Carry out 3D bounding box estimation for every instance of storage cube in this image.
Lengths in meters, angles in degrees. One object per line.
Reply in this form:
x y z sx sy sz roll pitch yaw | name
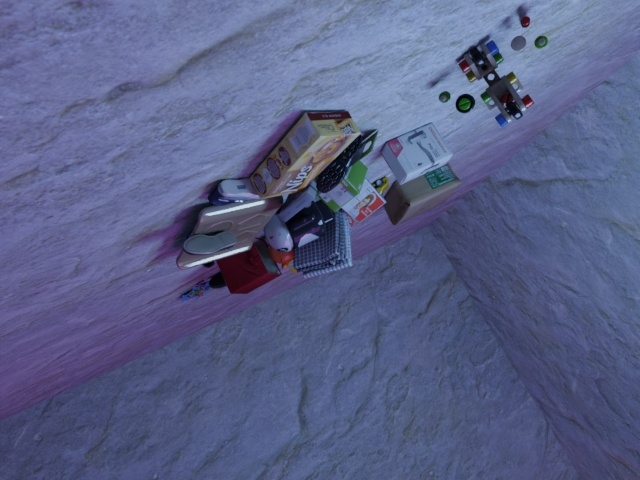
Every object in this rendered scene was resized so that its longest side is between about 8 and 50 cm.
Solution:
-0.316 0.112 2.037 0.193 0.183 0.215 -29 168 9 | storage cube

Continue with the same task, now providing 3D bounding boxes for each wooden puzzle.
-0.329 -0.047 1.629 0.322 0.080 0.348 -18 159 -38 | wooden puzzle

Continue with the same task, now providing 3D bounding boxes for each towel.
0.000 0.000 1.965 0.235 0.283 0.121 -15 144 20 | towel

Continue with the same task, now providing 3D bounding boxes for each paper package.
0.525 -0.250 2.449 0.325 0.168 0.309 -25 167 -13 | paper package

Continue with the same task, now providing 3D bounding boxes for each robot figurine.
-0.087 -0.062 1.845 0.278 0.173 0.209 -26 142 -14 | robot figurine
-0.166 0.029 2.090 0.158 0.128 0.219 -56 -178 15 | robot figurine

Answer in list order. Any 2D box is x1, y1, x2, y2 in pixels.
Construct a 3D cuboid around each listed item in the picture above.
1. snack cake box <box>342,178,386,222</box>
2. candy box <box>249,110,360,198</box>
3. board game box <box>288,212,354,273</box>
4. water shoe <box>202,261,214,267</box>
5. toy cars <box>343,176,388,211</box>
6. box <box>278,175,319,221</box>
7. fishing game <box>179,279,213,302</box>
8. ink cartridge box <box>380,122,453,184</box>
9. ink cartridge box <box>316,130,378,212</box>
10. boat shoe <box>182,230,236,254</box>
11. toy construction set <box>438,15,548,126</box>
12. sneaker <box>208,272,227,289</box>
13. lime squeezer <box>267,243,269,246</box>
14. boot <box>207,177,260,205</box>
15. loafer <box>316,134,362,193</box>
0.152 -0.184 1.912 0.152 0.089 0.264 -39 152 10 | snack cake box
-0.051 -0.248 1.373 0.183 0.087 0.316 -17 165 -46 | candy box
0.001 0.009 2.207 0.317 0.064 0.242 -33 -168 24 | board game box
-0.457 0.078 1.828 0.073 0.080 0.203 -25 167 -15 | water shoe
0.170 -0.185 2.119 0.394 0.087 0.176 -20 165 -34 | toy cars
-0.065 -0.160 1.599 0.145 0.038 0.186 -36 -158 30 | box
-0.613 0.264 2.341 0.189 0.041 0.264 -30 168 -7 | fishing game
0.370 -0.334 1.785 0.218 0.158 0.092 -25 167 -17 | ink cartridge box
0.121 -0.237 1.595 0.255 0.097 0.188 -35 -161 32 | ink cartridge box
-0.362 0.022 1.500 0.206 0.075 0.065 -16 155 -53 | boat shoe
0.569 -0.527 1.449 0.308 0.257 0.237 -63 170 29 | toy construction set
-0.444 0.155 2.227 0.222 0.083 0.118 -21 149 -2 | sneaker
-0.115 -0.029 2.253 0.310 0.058 0.110 -21 -164 -36 | lime squeezer
-0.251 -0.147 1.431 0.190 0.069 0.086 -2 159 -47 | boot
0.058 -0.251 1.493 0.223 0.076 0.078 -57 -167 6 | loafer
